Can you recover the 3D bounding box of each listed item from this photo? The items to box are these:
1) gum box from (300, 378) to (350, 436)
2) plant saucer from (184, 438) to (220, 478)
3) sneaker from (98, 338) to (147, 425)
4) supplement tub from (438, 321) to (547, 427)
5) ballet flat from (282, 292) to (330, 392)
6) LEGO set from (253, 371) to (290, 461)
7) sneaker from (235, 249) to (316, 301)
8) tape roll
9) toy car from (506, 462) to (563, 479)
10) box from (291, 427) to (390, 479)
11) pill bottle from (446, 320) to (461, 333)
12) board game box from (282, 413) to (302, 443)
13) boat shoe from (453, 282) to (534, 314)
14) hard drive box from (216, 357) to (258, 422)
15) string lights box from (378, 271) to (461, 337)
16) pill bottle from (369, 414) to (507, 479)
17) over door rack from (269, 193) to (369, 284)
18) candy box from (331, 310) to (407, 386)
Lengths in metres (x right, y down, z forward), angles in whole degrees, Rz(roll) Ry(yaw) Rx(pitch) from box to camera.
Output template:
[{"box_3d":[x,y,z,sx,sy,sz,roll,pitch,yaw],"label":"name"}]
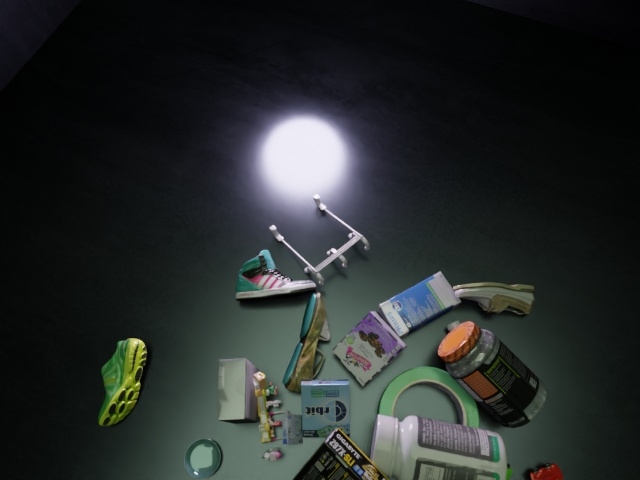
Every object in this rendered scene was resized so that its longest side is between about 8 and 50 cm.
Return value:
[{"box_3d":[0.017,0.549,1.593,0.157,0.041,0.184,-1,99,2],"label":"gum box"},{"box_3d":[-0.385,0.714,1.598,0.119,0.021,0.119,-1,66,2],"label":"plant saucer"},{"box_3d":[-0.692,0.485,1.680,0.124,0.109,0.295,2,67,28],"label":"sneaker"},{"box_3d":[0.538,0.419,1.547,0.316,0.193,0.193,45,75,-2],"label":"supplement tub"},{"box_3d":[-0.029,0.358,1.697,0.123,0.123,0.348,14,68,8],"label":"ballet flat"},{"box_3d":[-0.151,0.559,1.595,0.107,0.132,0.286,-6,89,-6],"label":"LEGO set"},{"box_3d":[-0.168,0.122,1.794,0.296,0.124,0.178,-5,76,1],"label":"sneaker"},{"box_3d":[0.348,0.581,1.594,0.322,0.077,0.321,-1,67,2],"label":"tape roll"},{"box_3d":[0.601,0.748,1.524,0.225,0.053,0.239,36,72,16],"label":"toy car"},{"box_3d":[0.057,0.736,1.422,0.257,0.322,0.079,40,36,16],"label":"box"},{"box_3d":[0.488,0.343,1.694,0.067,0.067,0.120,-21,67,-7],"label":"pill bottle"},{"box_3d":[-0.091,0.616,1.592,0.020,0.090,0.090,-15,64,28],"label":"board game box"},{"box_3d":[0.612,0.204,1.705,0.303,0.113,0.103,4,80,-10],"label":"boat shoe"},{"box_3d":[-0.262,0.490,1.574,0.089,0.232,0.181,-3,66,1],"label":"hard drive box"},{"box_3d":[0.351,0.234,1.742,0.260,0.076,0.133,-27,68,-9],"label":"string lights box"},{"box_3d":[0.333,0.629,1.421,0.361,0.204,0.204,10,68,7],"label":"pill bottle"},{"box_3d":[0.000,0.000,1.853,0.240,0.108,0.324,-37,56,-13],"label":"over door rack"},{"box_3d":[0.166,0.368,1.660,0.196,0.070,0.165,-47,72,8],"label":"candy box"}]
